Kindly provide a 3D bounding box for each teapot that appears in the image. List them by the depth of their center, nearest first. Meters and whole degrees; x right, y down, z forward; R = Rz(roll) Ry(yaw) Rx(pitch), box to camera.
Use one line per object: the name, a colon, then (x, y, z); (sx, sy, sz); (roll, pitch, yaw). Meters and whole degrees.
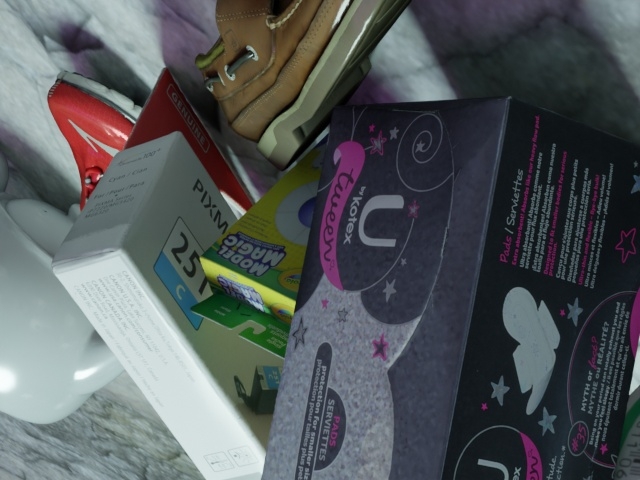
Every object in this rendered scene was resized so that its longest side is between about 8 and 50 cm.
teapot: (-0.289, 0.038, 1.521); (0.256, 0.187, 0.252); (36, -175, -24)

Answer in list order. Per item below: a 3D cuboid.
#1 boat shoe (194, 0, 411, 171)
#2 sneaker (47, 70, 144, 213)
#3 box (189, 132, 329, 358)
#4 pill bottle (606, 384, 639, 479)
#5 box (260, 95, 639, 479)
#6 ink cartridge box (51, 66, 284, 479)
boat shoe: (-0.016, -0.137, 0.953); (0.104, 0.111, 0.307); (42, 153, 1)
sneaker: (-0.166, -0.017, 1.327); (0.107, 0.118, 0.279); (18, 144, 40)
box: (0.000, 0.000, 1.055); (0.105, 0.179, 0.043); (23, 147, 33)
pill bottle: (0.328, 0.168, 0.822); (0.361, 0.204, 0.204); (-3, 128, 56)
box: (0.079, 0.052, 0.913); (0.142, 0.247, 0.163); (17, 171, -37)
ink cartridge box: (-0.059, 0.043, 1.178); (0.066, 0.261, 0.296); (-16, 122, 26)
